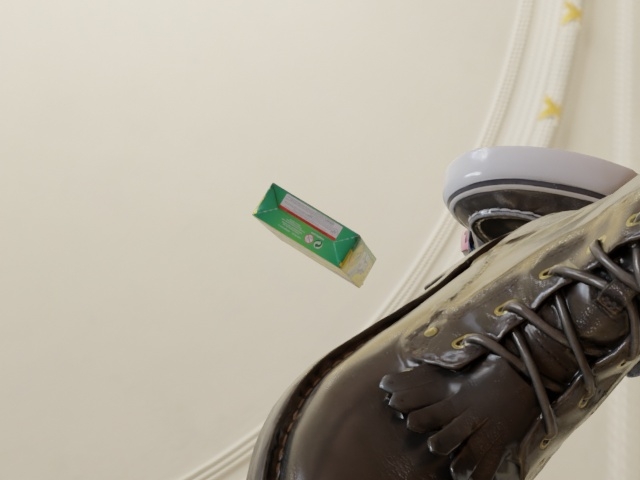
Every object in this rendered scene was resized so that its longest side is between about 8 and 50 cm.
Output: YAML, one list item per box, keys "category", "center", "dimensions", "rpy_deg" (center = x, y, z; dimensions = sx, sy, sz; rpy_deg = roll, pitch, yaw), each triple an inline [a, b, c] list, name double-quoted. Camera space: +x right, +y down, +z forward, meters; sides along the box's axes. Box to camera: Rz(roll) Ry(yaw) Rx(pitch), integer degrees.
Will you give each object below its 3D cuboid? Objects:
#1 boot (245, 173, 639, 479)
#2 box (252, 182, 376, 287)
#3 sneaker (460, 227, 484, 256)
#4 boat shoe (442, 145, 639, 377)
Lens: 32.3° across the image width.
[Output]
- category: "boot"
  center: [0.102, 0.013, 0.380]
  dimensions: [0.091, 0.229, 0.263]
  rpy_deg: [47, -134, -1]
- category: "box"
  center: [0.000, 0.000, 1.127]
  dimensions: [0.105, 0.179, 0.043]
  rpy_deg: [32, -95, 12]
- category: "sneaker"
  center: [0.204, 0.007, 1.267]
  dimensions: [0.112, 0.131, 0.319]
  rpy_deg: [-63, -30, -10]
- category: "boat shoe"
  center: [0.211, 0.038, 0.729]
  dimensions: [0.301, 0.108, 0.102]
  rpy_deg: [26, -118, -14]
